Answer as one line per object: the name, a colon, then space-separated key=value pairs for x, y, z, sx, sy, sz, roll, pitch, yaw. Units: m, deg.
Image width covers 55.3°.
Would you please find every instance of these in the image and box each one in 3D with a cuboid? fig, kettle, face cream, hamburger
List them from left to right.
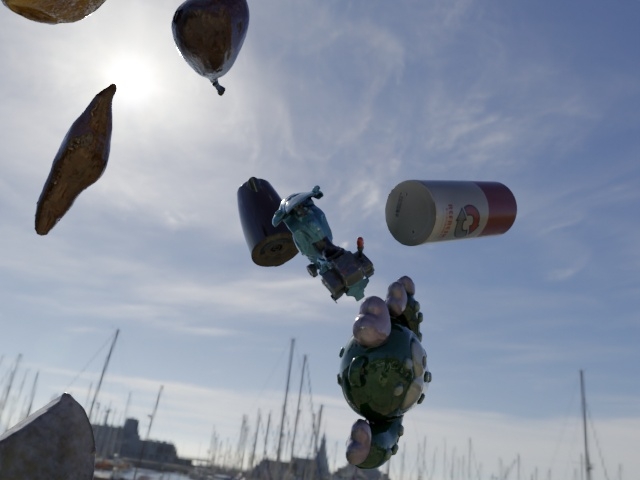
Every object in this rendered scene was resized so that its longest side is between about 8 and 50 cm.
hamburger: x=-0.561 y=-0.557 z=1.246 sx=0.244 sy=0.163 sz=0.244 roll=-28 pitch=-4 yaw=-2
fig: x=-0.226 y=-0.403 z=1.275 sx=0.145 sy=0.170 sz=0.274 roll=19 pitch=-31 yaw=5
kettle: x=-0.147 y=-0.050 z=1.686 sx=0.143 sy=0.232 sz=0.202 roll=-20 pitch=-34 yaw=-5
face cream: x=0.206 y=-0.046 z=0.942 sx=0.214 sy=0.096 sz=0.095 roll=-5 pitch=-9 yaw=-41

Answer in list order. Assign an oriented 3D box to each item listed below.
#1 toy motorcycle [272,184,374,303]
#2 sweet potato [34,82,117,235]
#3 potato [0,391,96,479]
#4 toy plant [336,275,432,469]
toy motorcycle: x=0.000 y=0.000 z=1.238 sx=0.123 sy=0.272 sz=0.182 roll=-34 pitch=-27 yaw=-15
sweet potato: x=-0.519 y=-0.176 z=1.328 sx=0.112 sy=0.360 sz=0.112 roll=25 pitch=3 yaw=-1
potato: x=-0.474 y=0.401 z=0.938 sx=0.189 sy=0.211 sz=0.264 roll=-35 pitch=3 yaw=25
toy plant: x=0.088 y=0.176 z=0.825 sx=0.112 sy=0.233 sz=0.243 roll=4 pitch=12 yaw=26
